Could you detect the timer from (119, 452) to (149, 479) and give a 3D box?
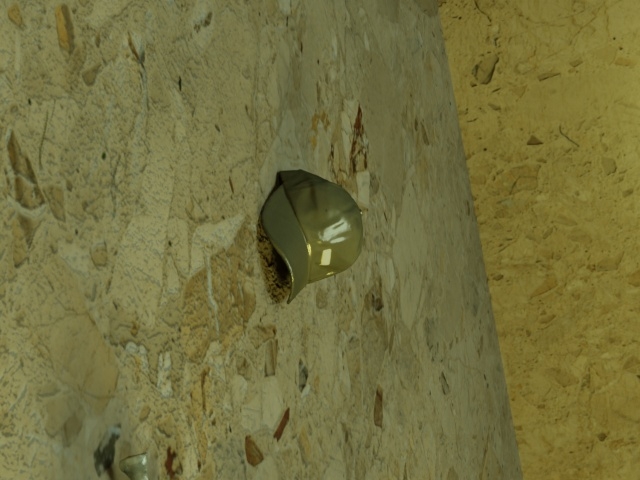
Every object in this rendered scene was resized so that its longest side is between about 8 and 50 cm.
[{"bbox_3d":[-0.135,0.347,1.559,0.175,0.175,0.266,57,14,-57],"label":"timer"}]

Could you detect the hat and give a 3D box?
[{"bbox_3d":[0.000,0.000,2.171,0.173,0.144,0.166,-117,-169,-68],"label":"hat"}]
